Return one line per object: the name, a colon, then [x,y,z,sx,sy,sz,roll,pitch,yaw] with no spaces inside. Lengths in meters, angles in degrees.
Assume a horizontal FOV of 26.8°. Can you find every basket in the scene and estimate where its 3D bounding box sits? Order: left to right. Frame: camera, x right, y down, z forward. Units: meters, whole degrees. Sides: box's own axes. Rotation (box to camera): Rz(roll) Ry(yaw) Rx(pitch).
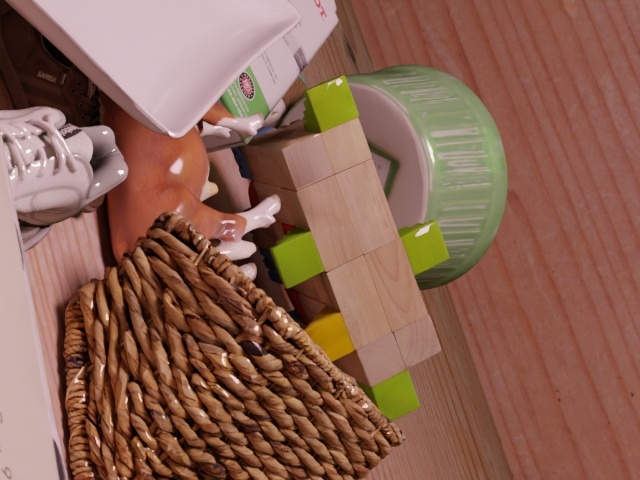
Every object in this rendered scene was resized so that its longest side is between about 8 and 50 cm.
basket: [-0.108,0.143,1.158,0.213,0.223,0.299,40,-5,36]

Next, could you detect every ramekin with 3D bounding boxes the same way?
ramekin: [0.075,-0.077,1.741,0.148,0.303,0.303,-7,75,-51]

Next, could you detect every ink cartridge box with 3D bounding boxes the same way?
ink cartridge box: [-0.115,-0.258,1.521,0.211,0.122,0.289,63,35,-24]

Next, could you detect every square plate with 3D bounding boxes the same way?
square plate: [-0.200,-0.257,1.196,0.344,0.049,0.347,43,31,-6]

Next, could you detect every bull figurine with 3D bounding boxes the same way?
bull figurine: [-0.146,-0.091,1.307,0.188,0.101,0.310,10,61,-33]

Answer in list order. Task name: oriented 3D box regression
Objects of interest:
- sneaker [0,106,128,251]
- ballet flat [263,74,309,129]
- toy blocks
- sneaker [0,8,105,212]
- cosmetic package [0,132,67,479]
sneaker: [-0.231,-0.053,0.932,0.292,0.118,0.110,-8,79,-76]
ballet flat: [-0.115,-0.217,1.715,0.342,0.116,0.124,52,34,-45]
toy blocks: [0.000,0.000,1.587,0.261,0.191,0.381,18,-49,67]
sneaker: [-0.221,-0.117,1.170,0.066,0.071,0.188,-62,129,-73]
cosmetic package: [-0.224,0.068,0.322,0.113,0.309,0.160,44,26,-63]
